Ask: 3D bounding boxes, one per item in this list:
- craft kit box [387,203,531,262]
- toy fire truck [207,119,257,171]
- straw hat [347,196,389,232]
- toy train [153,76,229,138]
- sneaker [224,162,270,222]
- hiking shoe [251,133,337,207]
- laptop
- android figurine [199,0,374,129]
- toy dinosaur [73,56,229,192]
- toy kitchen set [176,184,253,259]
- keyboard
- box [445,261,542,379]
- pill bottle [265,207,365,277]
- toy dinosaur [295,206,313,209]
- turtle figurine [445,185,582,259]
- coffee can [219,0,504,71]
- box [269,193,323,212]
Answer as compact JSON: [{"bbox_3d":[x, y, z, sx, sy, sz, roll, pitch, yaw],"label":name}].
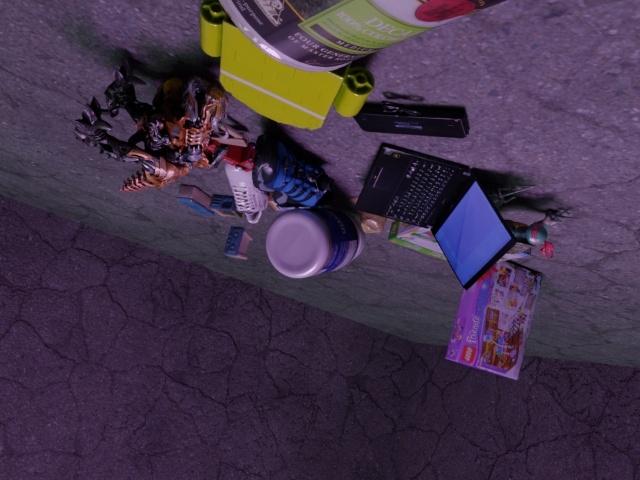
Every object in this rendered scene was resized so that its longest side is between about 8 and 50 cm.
[{"bbox_3d":[0.324,-0.004,1.372,0.250,0.060,0.247,18,163,-14],"label":"craft kit box"},{"bbox_3d":[-0.187,-0.201,1.141,0.192,0.047,0.135,23,162,-31],"label":"toy fire truck"},{"bbox_3d":[0.126,-0.048,1.384,0.145,0.061,0.144,14,166,3],"label":"straw hat"},{"bbox_3d":[-0.225,-0.229,1.004,0.167,0.046,0.125,7,129,29],"label":"toy train"},{"bbox_3d":[-0.169,-0.118,1.346,0.090,0.094,0.235,12,164,15],"label":"sneaker"},{"bbox_3d":[-0.048,-0.138,1.160,0.132,0.113,0.304,4,174,11],"label":"hiking shoe"},{"bbox_3d":[0.205,-0.036,1.110,0.265,0.136,0.234,15,151,-3],"label":"laptop"},{"bbox_3d":[-0.052,-0.238,0.797,0.248,0.056,0.273,23,166,-4],"label":"android figurine"},{"bbox_3d":[-0.279,-0.165,0.962,0.218,0.164,0.322,33,118,-18],"label":"toy dinosaur"},{"bbox_3d":[-0.295,-0.048,1.587,0.207,0.165,0.122,7,164,26],"label":"toy kitchen set"},{"bbox_3d":[0.136,-0.193,0.902,0.180,0.023,0.108,8,171,22],"label":"keyboard"},{"bbox_3d":[0.461,0.199,1.523,0.201,0.293,0.057,20,171,-20],"label":"box"},{"bbox_3d":[0.000,0.000,1.346,0.153,0.153,0.265,8,-173,25],"label":"pill bottle"},{"bbox_3d":[-0.030,-0.100,1.389,0.082,0.047,0.090,-23,133,38],"label":"toy dinosaur"},{"bbox_3d":[0.366,-0.031,1.122,0.175,0.118,0.234,24,169,-32],"label":"turtle figurine"},{"bbox_3d":[0.068,-0.250,0.393,0.202,0.201,0.275,25,163,-36],"label":"coffee can"},{"bbox_3d":[-0.062,-0.090,1.481,0.136,0.028,0.081,11,165,19],"label":"box"}]
